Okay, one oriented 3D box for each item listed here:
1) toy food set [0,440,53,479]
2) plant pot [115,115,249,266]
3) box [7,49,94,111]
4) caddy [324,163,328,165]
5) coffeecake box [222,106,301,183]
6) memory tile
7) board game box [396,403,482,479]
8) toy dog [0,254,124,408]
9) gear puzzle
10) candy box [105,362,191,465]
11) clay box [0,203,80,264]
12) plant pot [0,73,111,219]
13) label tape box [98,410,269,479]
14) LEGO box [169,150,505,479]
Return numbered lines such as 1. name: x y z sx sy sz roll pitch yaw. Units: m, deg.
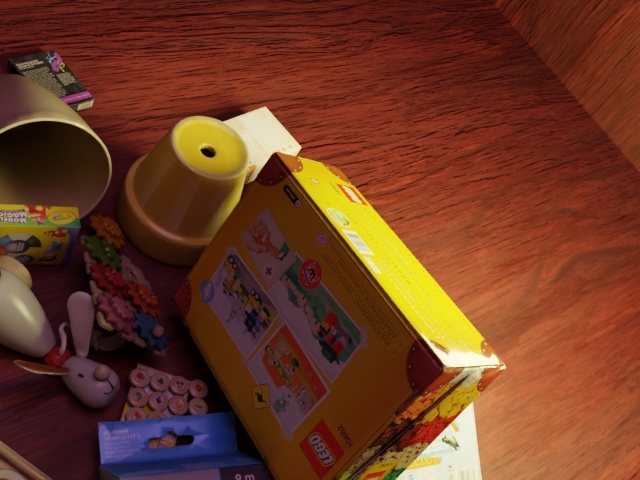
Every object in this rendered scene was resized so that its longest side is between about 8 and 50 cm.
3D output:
1. toy food set: -0.486 0.368 1.108 0.306 0.092 0.219 44 37 -14
2. plant pot: -0.262 -0.114 1.579 0.254 0.239 0.254 16 49 -19
3. box: -0.591 -0.345 1.711 0.116 0.029 0.162 -28 74 -43
4. caddy: 0.000 0.000 1.648 0.179 0.241 0.341 -11 63 -32
5. coffeecake box: -0.162 -0.224 1.847 0.185 0.068 0.142 -29 74 -43
6. memory tile: -0.268 0.286 1.374 0.148 0.012 0.113 16 49 -24
7. board game box: 0.158 0.333 1.523 0.319 0.066 0.317 4 75 -30
8. toy dog: -0.472 0.133 1.306 0.334 0.161 0.220 22 47 -15
9. gear puzzle: -0.360 0.061 1.444 0.175 0.044 0.339 39 15 -44
10. candy box: -0.298 0.320 1.356 0.105 0.027 0.205 25 46 -18
11. clay box: -0.555 -0.009 1.393 0.222 0.127 0.053 0 55 -31
12. plant pot: -0.563 -0.192 1.482 0.257 0.256 0.274 -4 40 -34
13. label tape box: -0.206 0.436 1.237 0.249 0.115 0.347 3 62 -30
14. LEGO box: 0.002 0.153 1.342 0.193 0.372 0.500 8 37 -49
